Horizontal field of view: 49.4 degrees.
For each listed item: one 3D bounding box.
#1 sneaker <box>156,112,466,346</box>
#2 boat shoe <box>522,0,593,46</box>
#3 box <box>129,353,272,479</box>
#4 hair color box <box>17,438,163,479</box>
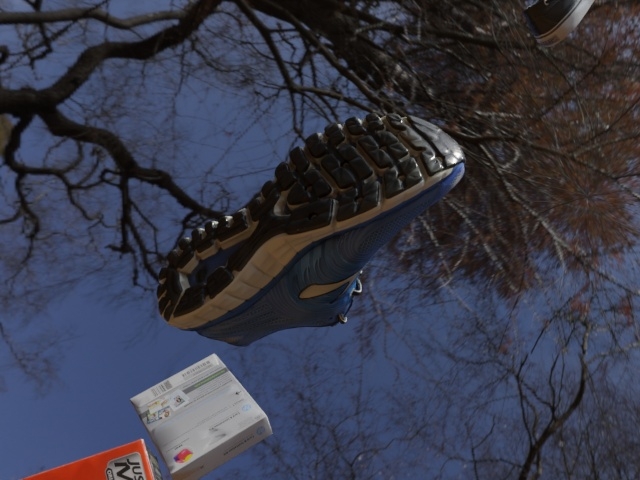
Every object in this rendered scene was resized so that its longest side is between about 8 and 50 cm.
[{"bbox_3d":[0.000,0.000,0.701,0.330,0.147,0.129,-32,-133,15],"label":"sneaker"},{"bbox_3d":[0.222,-0.230,0.612,0.040,0.142,0.049,44,-26,-19],"label":"boat shoe"},{"bbox_3d":[-0.174,0.249,0.990,0.186,0.145,0.038,32,-37,54],"label":"box"},{"bbox_3d":[-0.140,0.136,0.311,0.141,0.072,0.043,-17,-110,-14],"label":"hair color box"}]
